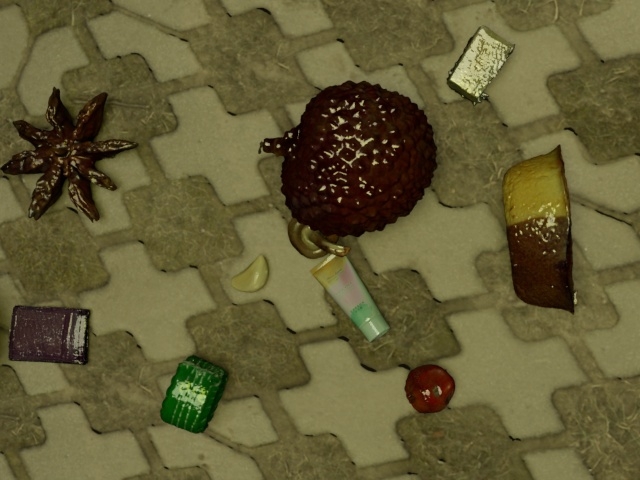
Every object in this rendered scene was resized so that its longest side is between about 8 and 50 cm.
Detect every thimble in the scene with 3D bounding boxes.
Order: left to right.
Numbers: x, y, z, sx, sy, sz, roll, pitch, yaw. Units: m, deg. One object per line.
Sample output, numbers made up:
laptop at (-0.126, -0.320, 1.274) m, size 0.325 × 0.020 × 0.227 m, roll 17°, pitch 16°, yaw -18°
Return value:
thimble at (-0.230, 0.279, 1.321) m, size 0.090 × 0.118 × 0.130 m, roll 23°, pitch 111°, yaw 5°

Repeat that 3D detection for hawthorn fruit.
hawthorn fruit at (0.195, 0.259, 1.270) m, size 0.093 × 0.093 × 0.093 m, roll 0°, pitch 89°, yaw 10°

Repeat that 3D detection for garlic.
garlic at (-0.128, 0.069, 1.345) m, size 0.083 × 0.041 × 0.053 m, roll -34°, pitch 79°, yaw 15°

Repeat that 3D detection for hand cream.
hand cream at (0.057, 0.103, 1.313) m, size 0.076 × 0.047 × 0.174 m, roll -38°, pitch 75°, yaw 9°

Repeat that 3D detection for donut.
donut at (0.366, -0.012, 1.210) m, size 0.112 × 0.151 × 0.295 m, roll -8°, pitch 88°, yaw 20°

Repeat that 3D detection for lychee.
lychee at (0.047, -0.135, 1.206) m, size 0.299 × 0.264 × 0.265 m, roll 6°, pitch 90°, yaw -8°

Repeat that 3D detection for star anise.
star anise at (-0.482, -0.161, 1.386) m, size 0.288 × 0.088 × 0.289 m, roll 0°, pitch 91°, yaw 8°

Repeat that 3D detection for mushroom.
mushroom at (0.004, -0.001, 1.303) m, size 0.129 × 0.072 × 0.088 m, roll 27°, pitch 104°, yaw 26°

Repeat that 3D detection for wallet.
wallet at (-0.533, 0.185, 1.416) m, size 0.165 × 0.030 × 0.111 m, roll 1°, pitch 90°, yaw 10°

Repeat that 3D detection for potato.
potato at (0.280, -0.308, 1.269) m, size 0.086 × 0.061 × 0.122 m, roll 33°, pitch 95°, yaw 6°
